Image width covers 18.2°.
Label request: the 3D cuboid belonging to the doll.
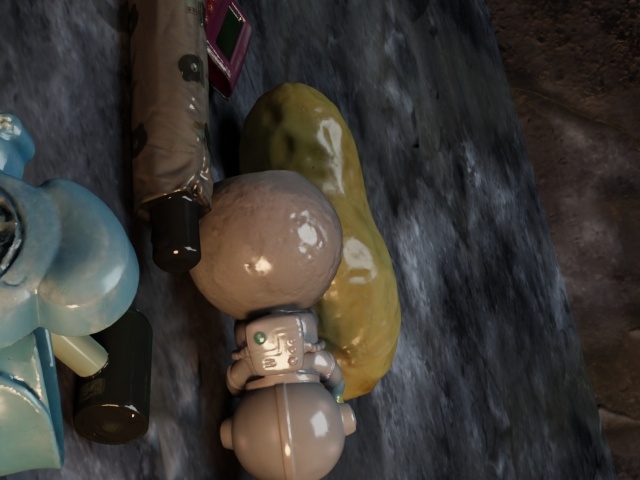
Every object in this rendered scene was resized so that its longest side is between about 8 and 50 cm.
[{"bbox_3d":[-0.039,0.085,1.770,0.151,0.151,0.287,16,65,-70],"label":"doll"}]

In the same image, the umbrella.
[{"bbox_3d":[-0.132,-0.127,1.752,0.067,0.073,0.337,26,51,-43],"label":"umbrella"}]

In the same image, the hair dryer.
[{"bbox_3d":[-0.190,0.065,1.474,0.197,0.057,0.100,48,31,-46],"label":"hair dryer"}]

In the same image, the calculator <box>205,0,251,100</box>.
[{"bbox_3d":[-0.119,-0.241,1.942,0.126,0.034,0.190,-74,144,-56],"label":"calculator"}]

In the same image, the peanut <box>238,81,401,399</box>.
[{"bbox_3d":[0.000,0.000,1.952,0.147,0.147,0.319,-12,91,-72],"label":"peanut"}]

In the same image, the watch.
[{"bbox_3d":[-0.214,0.048,1.234,0.193,0.211,0.211,87,2,-52],"label":"watch"}]
